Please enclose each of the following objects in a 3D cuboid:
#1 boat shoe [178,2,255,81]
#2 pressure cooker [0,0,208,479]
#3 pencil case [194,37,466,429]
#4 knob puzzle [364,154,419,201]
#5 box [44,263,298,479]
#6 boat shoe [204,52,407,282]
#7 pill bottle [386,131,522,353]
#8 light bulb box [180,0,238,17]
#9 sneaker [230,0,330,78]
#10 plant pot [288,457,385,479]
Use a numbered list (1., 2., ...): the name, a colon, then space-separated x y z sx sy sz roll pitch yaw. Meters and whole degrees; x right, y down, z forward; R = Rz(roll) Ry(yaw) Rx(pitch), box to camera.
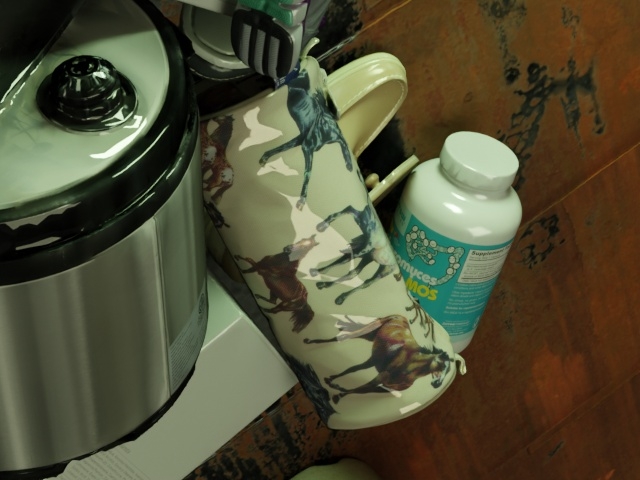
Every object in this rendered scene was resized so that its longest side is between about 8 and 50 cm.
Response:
1. boat shoe: -0.065 -0.205 1.677 0.091 0.114 0.302 -53 175 32
2. pressure cooker: -0.275 -0.049 1.505 0.375 0.370 0.420 -15 139 -14
3. pencil case: 0.000 0.000 1.830 0.183 0.160 0.410 -28 106 -5
4. knob puzzle: 0.044 -0.044 2.034 0.213 0.030 0.213 -43 177 -3
5. box: -0.236 0.158 1.887 0.345 0.215 0.168 -39 143 -3
6. boat shoe: -0.006 -0.077 1.951 0.302 0.098 0.109 -44 143 2
7. pill bottle: 0.153 0.002 2.130 0.146 0.146 0.264 -8 131 -36
8. light bulb box: -0.094 -0.400 1.435 0.358 0.225 0.361 9 120 -52
9. sneaker: -0.020 -0.243 1.439 0.098 0.083 0.224 -47 160 -42
10. plant pot: 0.061 0.472 2.378 0.334 0.305 0.334 -24 139 -23
